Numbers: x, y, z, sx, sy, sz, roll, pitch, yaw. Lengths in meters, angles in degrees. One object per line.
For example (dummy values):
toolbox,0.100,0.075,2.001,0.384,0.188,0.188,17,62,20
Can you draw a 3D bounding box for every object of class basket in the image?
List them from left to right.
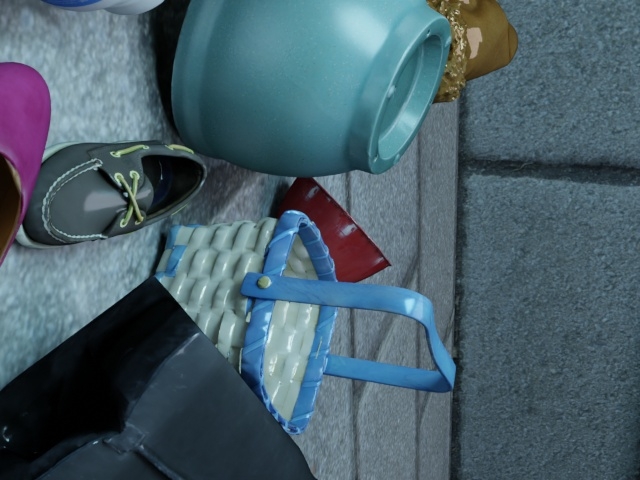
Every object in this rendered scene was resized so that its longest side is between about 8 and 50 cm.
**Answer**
basket,-0.015,0.093,0.911,0.254,0.289,0.201,60,35,-59

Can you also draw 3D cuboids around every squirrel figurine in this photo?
squirrel figurine,0.130,-0.407,1.319,0.397,0.281,0.370,-61,145,-59

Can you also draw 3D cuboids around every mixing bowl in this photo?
mixing bowl,0.000,0.000,1.216,0.098,0.181,0.181,-42,157,-1

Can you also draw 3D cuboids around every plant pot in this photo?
plant pot,0.013,-0.185,0.931,0.293,0.196,0.293,-54,161,-28

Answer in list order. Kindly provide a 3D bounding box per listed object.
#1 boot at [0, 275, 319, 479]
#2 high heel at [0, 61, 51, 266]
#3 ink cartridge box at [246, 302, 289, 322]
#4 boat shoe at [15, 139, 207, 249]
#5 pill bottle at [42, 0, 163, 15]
boot,-0.146,0.291,0.753,0.367,0.146,0.445,-53,144,-20
high heel,-0.190,0.034,0.490,0.127,0.181,0.377,75,25,-49
ink cartridge box,-0.069,0.085,1.135,0.181,0.062,0.104,43,54,-69
boat shoe,-0.168,-0.045,0.743,0.228,0.069,0.081,-41,134,-67
pill bottle,-0.174,-0.220,0.575,0.221,0.124,0.124,14,81,-74
